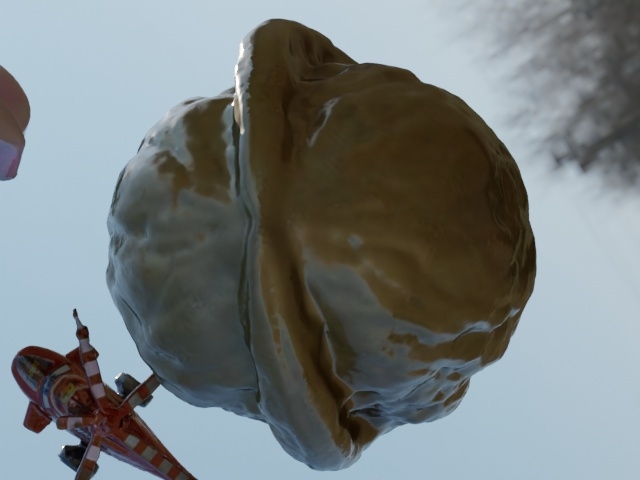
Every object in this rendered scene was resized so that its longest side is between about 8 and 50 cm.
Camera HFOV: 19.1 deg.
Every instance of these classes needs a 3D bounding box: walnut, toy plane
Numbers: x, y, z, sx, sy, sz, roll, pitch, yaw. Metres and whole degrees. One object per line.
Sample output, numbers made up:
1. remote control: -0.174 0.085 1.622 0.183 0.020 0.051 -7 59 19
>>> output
1. walnut: 0.000 0.000 1.013 0.257 0.224 0.257 -6 -90 -79
2. toy plane: -0.097 0.118 1.128 0.194 0.126 0.077 19 179 -23

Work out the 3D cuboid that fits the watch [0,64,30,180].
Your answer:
1. watch: -0.362 -0.076 1.427 0.248 0.217 0.211 48 -140 14
